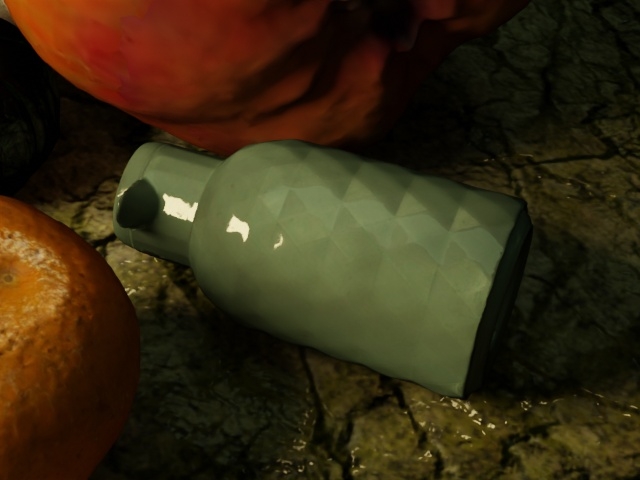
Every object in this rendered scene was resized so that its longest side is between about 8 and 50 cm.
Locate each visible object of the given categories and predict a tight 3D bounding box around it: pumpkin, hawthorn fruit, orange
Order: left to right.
[{"bbox_3d":[-0.299,-0.101,1.039,0.202,0.140,0.202,5,40,-4],"label":"pumpkin"},{"bbox_3d":[-0.220,0.077,0.838,0.224,0.170,0.224,18,44,-19],"label":"orange"},{"bbox_3d":[-0.052,-0.296,1.057,0.472,0.471,0.471,4,43,-3],"label":"hawthorn fruit"}]

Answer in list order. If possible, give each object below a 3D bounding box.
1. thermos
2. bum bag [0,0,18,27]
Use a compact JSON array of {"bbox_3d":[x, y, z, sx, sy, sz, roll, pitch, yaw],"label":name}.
[{"bbox_3d":[0.000,0.000,0.975,0.287,0.145,0.182,18,12,14],"label":"thermos"},{"bbox_3d":[-0.316,-0.169,1.139,0.159,0.109,0.026,6,8,-1],"label":"bum bag"}]
